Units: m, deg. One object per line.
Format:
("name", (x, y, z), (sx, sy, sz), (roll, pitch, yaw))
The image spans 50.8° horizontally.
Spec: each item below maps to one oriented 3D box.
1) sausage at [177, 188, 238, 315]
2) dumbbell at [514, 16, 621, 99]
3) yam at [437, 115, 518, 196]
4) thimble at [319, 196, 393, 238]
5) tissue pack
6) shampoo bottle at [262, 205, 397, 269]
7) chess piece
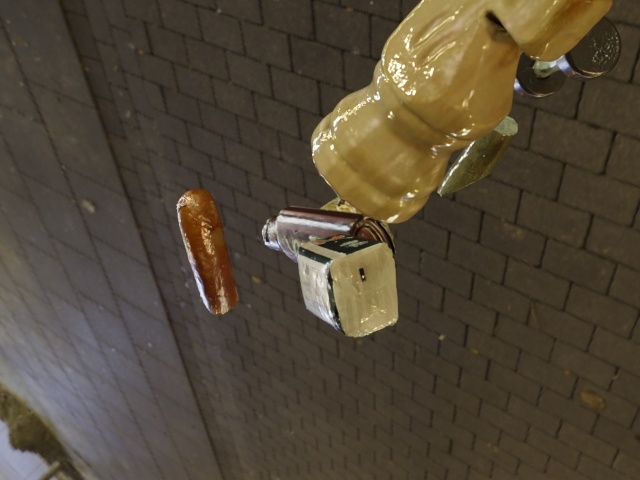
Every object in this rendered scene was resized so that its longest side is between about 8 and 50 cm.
("sausage", (-0.212, 0.037, 1.296), (0.103, 0.076, 0.302), (-115, 14, -45))
("dumbbell", (0.392, -0.295, 1.099), (0.100, 0.100, 0.191), (50, 172, -9))
("yam", (0.411, -0.211, 1.776), (0.106, 0.106, 0.259), (36, 128, 11))
("thimble", (0.094, -0.035, 1.770), (0.190, 0.143, 0.137), (61, 180, 7))
("tissue pack", (0.031, 0.051, 0.839), (0.170, 0.090, 0.103), (-159, 59, -75))
("shampoo bottle", (0.000, 0.000, 1.189), (0.323, 0.084, 0.129), (12, 137, 57))
("chess piece", (0.116, -0.153, 0.603), (0.137, 0.137, 0.301), (42, 131, 3))
